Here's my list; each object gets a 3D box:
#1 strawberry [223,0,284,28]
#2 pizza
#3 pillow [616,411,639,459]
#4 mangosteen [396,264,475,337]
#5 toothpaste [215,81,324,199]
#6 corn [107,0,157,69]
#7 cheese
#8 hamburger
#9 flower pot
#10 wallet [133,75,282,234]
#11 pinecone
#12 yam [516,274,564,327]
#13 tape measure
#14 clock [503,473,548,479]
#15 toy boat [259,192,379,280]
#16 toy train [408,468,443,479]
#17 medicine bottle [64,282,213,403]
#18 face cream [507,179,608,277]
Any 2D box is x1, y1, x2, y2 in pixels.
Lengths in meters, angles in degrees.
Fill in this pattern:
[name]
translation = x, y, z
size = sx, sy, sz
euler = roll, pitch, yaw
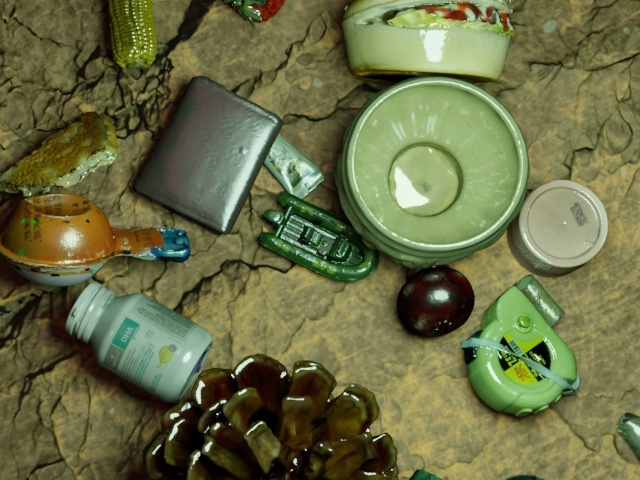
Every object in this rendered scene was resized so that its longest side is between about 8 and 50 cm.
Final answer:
[strawberry]
translation = -0.109, -0.446, 2.027
size = 0.131, 0.148, 0.131
euler = 9, 115, 19
[pizza]
translation = -0.426, -0.122, 1.933
size = 0.226, 0.069, 0.147
euler = -39, 44, -13
[pillow]
translation = 0.583, 0.373, 1.909
size = 0.093, 0.051, 0.241
euler = -32, 79, -9
[mangosteen]
translation = 0.184, 0.089, 1.921
size = 0.140, 0.140, 0.140
euler = 1, 78, -3
[toothpaste]
translation = -0.101, -0.177, 2.001
size = 0.067, 0.037, 0.255
euler = -43, 86, -10
[corn]
translation = -0.327, -0.405, 2.017
size = 0.080, 0.080, 0.231
euler = -5, 76, -4
[cheese]
translation = -0.374, 0.000, 1.882
size = 0.329, 0.217, 0.129
euler = 1, 114, -16
[hamburger]
translation = 0.180, -0.347, 1.926
size = 0.300, 0.300, 0.176
euler = 0, 93, -3
[flower pot]
translation = 0.173, -0.100, 1.887
size = 0.308, 0.244, 0.307
euler = 0, 83, -1
[wallet]
translation = -0.186, -0.144, 1.963
size = 0.182, 0.049, 0.229
euler = 27, 88, 2
[pinecone]
translation = -0.061, 0.351, 1.740
size = 0.398, 0.398, 0.397
euler = 1, 78, -3
[yam]
translation = 0.366, 0.101, 1.960
size = 0.043, 0.043, 0.094
euler = -38, 84, -10
[tape measure]
translation = 0.321, 0.197, 1.908
size = 0.175, 0.106, 0.200
euler = -38, 84, -24
[clock]
translation = 0.346, 0.504, 1.763
size = 0.061, 0.313, 0.312
euler = -42, 81, 32
[toy boat]
translation = 0.000, 0.000, 1.958
size = 0.210, 0.052, 0.104
euler = 26, 75, 4
[toy train]
translation = 0.104, 0.445, 1.661
size = 0.085, 0.119, 0.251
euler = 20, 45, 30
[medicine bottle]
translation = -0.292, 0.157, 1.866
size = 0.215, 0.135, 0.135
euler = 29, 78, 3
[face cream]
translation = 0.395, -0.018, 1.956
size = 0.149, 0.104, 0.149
euler = 1, 78, -3
